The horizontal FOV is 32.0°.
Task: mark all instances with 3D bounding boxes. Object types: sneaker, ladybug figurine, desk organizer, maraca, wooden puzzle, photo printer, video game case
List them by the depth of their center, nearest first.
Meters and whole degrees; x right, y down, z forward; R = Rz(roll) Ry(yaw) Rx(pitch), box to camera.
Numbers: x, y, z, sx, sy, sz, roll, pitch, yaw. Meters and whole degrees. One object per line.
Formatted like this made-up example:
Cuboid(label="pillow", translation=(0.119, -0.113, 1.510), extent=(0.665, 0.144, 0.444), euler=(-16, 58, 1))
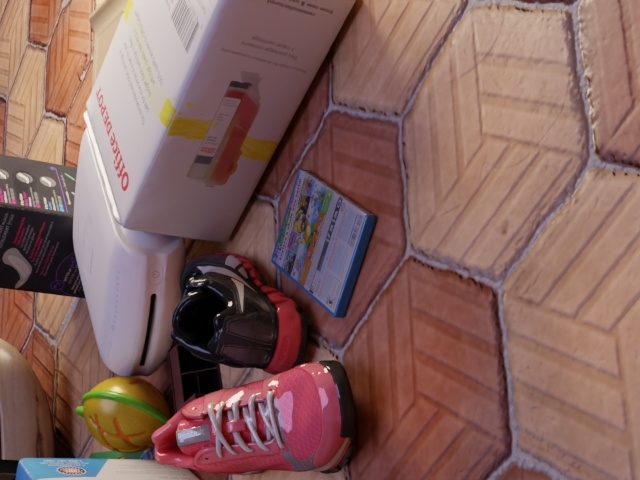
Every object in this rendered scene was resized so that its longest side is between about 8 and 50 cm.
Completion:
Cuboid(label="sneaker", translation=(-0.078, 0.209, 1.199), extent=(0.314, 0.136, 0.116), euler=(-30, 67, 52))
Cuboid(label="video game case", translation=(0.000, 0.000, 1.255), extent=(0.166, 0.015, 0.119), euler=(38, 114, 55))
Cuboid(label="sneaker", translation=(-0.124, 0.075, 1.323), extent=(0.276, 0.135, 0.098), euler=(34, 113, 57))
Cuboid(label="desk organizer", translation=(-0.157, 0.190, 1.428), extent=(0.050, 0.047, 0.130), euler=(-44, 47, 41))
Cuboid(label="maraca", translation=(-0.270, 0.242, 1.529), extent=(0.185, 0.127, 0.099), euler=(-35, 28, 58))
Cuboid(label="photo printer", translation=(-0.270, 0.018, 1.560), extent=(0.308, 0.107, 0.256), euler=(-115, 30, -43))
Cuboid(label="wooden puzzle", translation=(-0.322, -0.295, 1.837), extent=(0.221, 0.044, 0.239), euler=(-24, 66, 53))
Cuboid(label="ladybug figurine", translation=(-0.572, 0.381, 1.875), extent=(0.305, 0.162, 0.449), euler=(-12, 66, 14))

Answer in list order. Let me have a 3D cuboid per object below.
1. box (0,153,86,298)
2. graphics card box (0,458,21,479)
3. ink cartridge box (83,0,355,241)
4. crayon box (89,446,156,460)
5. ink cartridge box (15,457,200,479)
Cuboid(label="box", translation=(-0.460, -0.024, 1.758), extent=(0.165, 0.270, 0.143), euler=(-60, 37, 29))
Cuboid(label="graphics card box", translation=(-0.478, 0.518, 1.679), extent=(0.094, 0.232, 0.371), euler=(8, 87, 60))
Cuboid(label="ink cartridge box", translation=(-0.144, -0.231, 1.410), extent=(0.385, 0.160, 0.279), euler=(-59, 37, 31))
Cuboid(label="crayon box", translation=(-0.344, 0.428, 1.530), extent=(0.203, 0.083, 0.323), euler=(-17, 51, 47))
Cuboid(label="ink cartridge box", translation=(-0.213, 0.367, 1.300), extent=(0.307, 0.223, 0.129), euler=(22, 101, 58))
